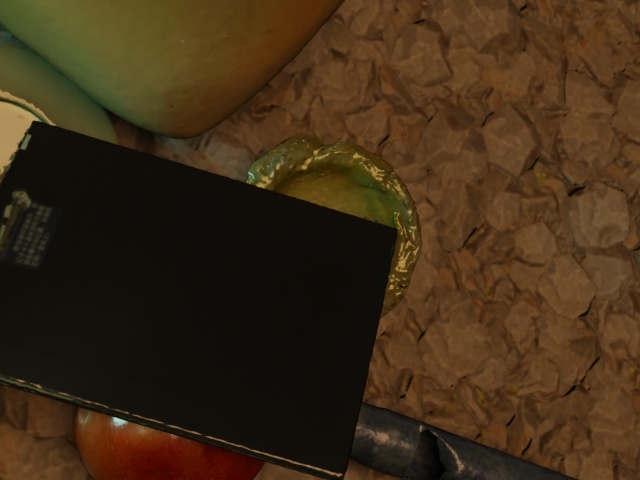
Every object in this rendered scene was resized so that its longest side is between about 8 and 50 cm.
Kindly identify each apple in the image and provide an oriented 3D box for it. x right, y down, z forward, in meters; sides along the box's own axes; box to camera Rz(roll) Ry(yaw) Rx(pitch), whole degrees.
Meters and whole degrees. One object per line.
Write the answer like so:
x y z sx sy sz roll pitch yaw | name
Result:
-0.122 0.159 1.019 0.163 0.163 0.139 -32 106 -21 | apple

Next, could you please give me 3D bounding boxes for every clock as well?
-0.290 -0.059 1.062 0.235 0.029 0.235 3 83 -21 | clock

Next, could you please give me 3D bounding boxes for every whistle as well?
0.152 0.223 1.162 0.304 0.062 0.062 22 75 -15 | whistle

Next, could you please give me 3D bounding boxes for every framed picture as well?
-0.117 0.040 0.994 0.339 0.014 0.255 16 52 -3 | framed picture

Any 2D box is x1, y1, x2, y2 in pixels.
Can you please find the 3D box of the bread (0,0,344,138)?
-0.142 -0.303 1.025 0.376 0.253 0.348 43 80 -9 | bread

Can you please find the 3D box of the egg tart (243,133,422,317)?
0.000 0.000 1.130 0.197 0.078 0.197 3 82 -19 | egg tart
